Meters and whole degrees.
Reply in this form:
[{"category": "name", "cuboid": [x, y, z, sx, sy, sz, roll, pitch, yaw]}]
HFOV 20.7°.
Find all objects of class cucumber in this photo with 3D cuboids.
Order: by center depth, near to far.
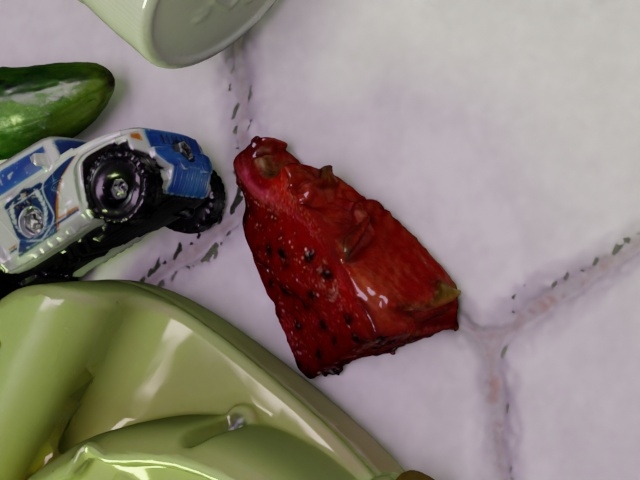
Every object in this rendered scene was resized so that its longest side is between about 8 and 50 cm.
[{"category": "cucumber", "cuboid": [-0.223, -0.069, 0.965, 0.250, 0.056, 0.056, 0, 89, 23]}]

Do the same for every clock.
[{"category": "clock", "cuboid": [-0.061, 0.205, 0.848, 0.348, 0.117, 0.286, 31, 102, 22]}]

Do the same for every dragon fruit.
[{"category": "dragon fruit", "cuboid": [-0.001, 0.001, 0.853, 0.097, 0.063, 0.131, -29, 78, 21]}]

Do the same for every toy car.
[{"category": "toy car", "cuboid": [-0.136, -0.009, 0.908, 0.171, 0.080, 0.070, -29, 75, 22]}]

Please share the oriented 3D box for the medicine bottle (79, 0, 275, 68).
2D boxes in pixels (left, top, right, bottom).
[{"category": "medicine bottle", "cuboid": [-0.122, -0.202, 0.875, 0.237, 0.139, 0.139, 43, 106, 18]}]
